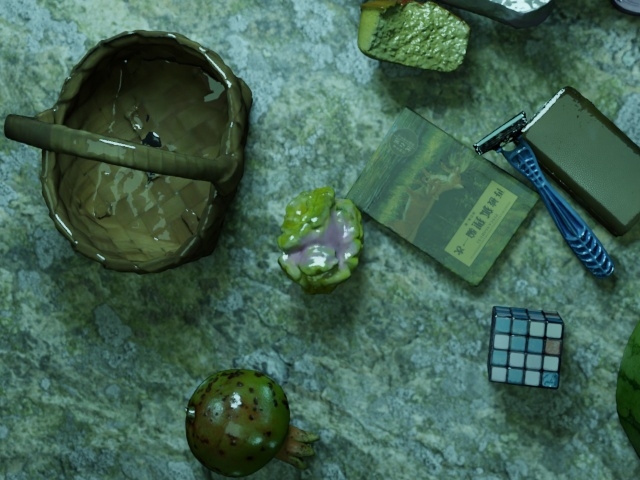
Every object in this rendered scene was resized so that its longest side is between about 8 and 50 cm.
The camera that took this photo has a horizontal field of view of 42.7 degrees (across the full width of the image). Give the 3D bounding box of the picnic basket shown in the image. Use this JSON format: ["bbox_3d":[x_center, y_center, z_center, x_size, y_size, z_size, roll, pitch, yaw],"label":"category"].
[{"bbox_3d":[-0.254,-0.118,1.083,0.293,0.337,0.337,14,97,10],"label":"picnic basket"}]

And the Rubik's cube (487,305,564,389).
[{"bbox_3d":[0.277,0.143,1.113,0.092,0.092,0.092,5,95,11],"label":"Rubik's cube"}]

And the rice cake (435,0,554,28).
[{"bbox_3d":[0.117,-0.360,1.083,0.399,0.070,0.064,25,90,21],"label":"rice cake"}]

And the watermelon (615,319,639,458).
[{"bbox_3d":[0.546,0.212,1.027,0.331,0.189,0.330,0,88,13],"label":"watermelon"}]

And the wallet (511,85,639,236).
[{"bbox_3d":[0.367,-0.109,1.108,0.198,0.031,0.110,43,100,5],"label":"wallet"}]

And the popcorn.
[{"bbox_3d":[0.000,0.000,1.143,0.126,0.126,0.145,-7,65,-3],"label":"popcorn"}]

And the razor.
[{"bbox_3d":[0.314,-0.054,1.104,0.082,0.042,0.253,-37,95,21],"label":"razor"}]

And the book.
[{"bbox_3d":[0.170,-0.061,1.154,0.228,0.024,0.160,35,97,7],"label":"book"}]

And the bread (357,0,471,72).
[{"bbox_3d":[0.118,-0.277,1.097,0.156,0.125,0.086,6,104,-16],"label":"bread"}]

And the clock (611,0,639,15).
[{"bbox_3d":[0.447,-0.362,1.063,0.110,0.050,0.152,20,98,9],"label":"clock"}]

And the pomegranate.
[{"bbox_3d":[-0.099,0.266,1.172,0.205,0.159,0.159,28,100,-21],"label":"pomegranate"}]
